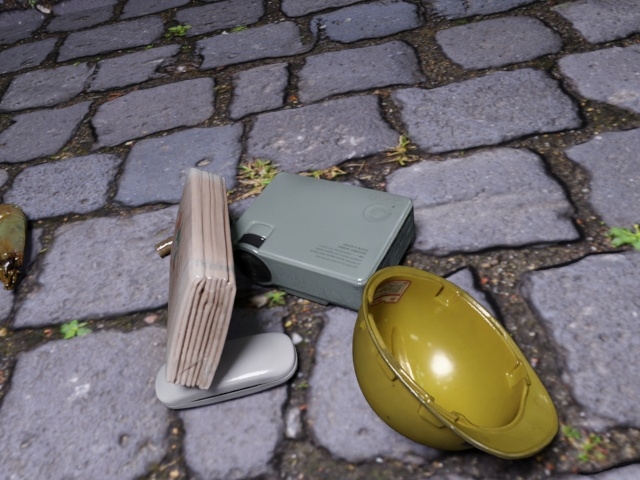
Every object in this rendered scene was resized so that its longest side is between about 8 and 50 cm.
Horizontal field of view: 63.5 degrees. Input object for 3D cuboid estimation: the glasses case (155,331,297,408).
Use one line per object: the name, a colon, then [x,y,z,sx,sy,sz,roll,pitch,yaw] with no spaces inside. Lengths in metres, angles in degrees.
glasses case: [-0.129,0.178,0.713,0.197,0.049,0.076,-15,42,0]

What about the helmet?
helmet: [0.125,0.161,0.606,0.205,0.140,0.257,-5,48,-39]

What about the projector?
projector: [0.000,0.000,0.828,0.257,0.099,0.192,15,50,26]

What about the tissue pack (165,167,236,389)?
tissue pack: [-0.176,0.034,0.745,0.071,0.170,0.325,12,26,-20]

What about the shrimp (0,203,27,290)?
shrimp: [-0.626,0.017,0.997,0.145,0.061,0.267,-38,51,-11]

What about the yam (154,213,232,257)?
yam: [-0.231,-0.013,0.946,0.145,0.032,0.032,-28,46,-13]
